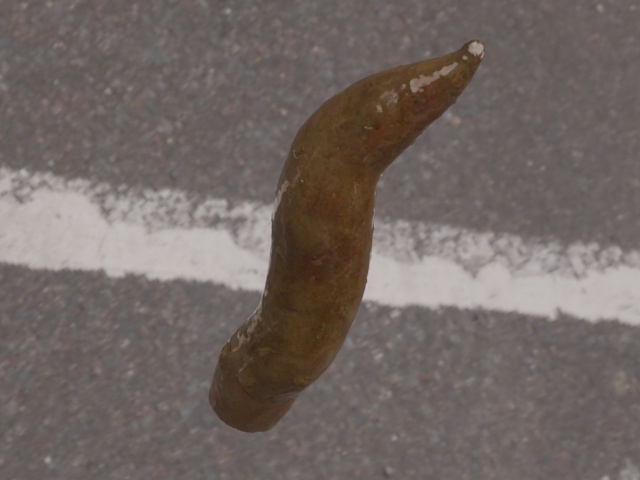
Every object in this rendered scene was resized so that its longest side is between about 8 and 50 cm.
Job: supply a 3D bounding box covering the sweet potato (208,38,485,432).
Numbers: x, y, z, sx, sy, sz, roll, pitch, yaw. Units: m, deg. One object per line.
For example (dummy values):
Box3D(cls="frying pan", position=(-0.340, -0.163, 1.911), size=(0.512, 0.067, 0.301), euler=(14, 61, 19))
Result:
Box3D(cls="sweet potato", position=(0.000, 0.000, 0.728), size=(0.059, 0.281, 0.067), euler=(-23, 56, -41))
